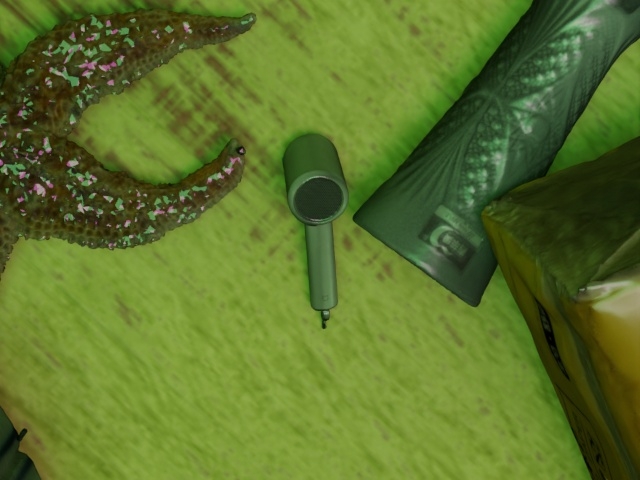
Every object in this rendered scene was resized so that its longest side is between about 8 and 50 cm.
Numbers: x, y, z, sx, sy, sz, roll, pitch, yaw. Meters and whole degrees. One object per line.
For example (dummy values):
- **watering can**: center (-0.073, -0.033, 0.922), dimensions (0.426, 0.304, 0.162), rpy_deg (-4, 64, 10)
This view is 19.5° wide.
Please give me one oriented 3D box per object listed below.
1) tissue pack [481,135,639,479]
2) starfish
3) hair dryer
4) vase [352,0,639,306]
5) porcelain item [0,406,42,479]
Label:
- **tissue pack**: center (0.303, 0.104, 1.080), dimensions (0.293, 0.228, 0.382), rpy_deg (-25, 110, -1)
- **starfish**: center (-0.207, -0.077, 1.154), dimensions (0.302, 0.060, 0.299), rpy_deg (36, 98, -5)
- **hair dryer**: center (0.000, 0.000, 1.178), dimensions (0.038, 0.063, 0.124), rpy_deg (-6, 118, -2)
- **vase**: center (0.119, -0.075, 1.147), dimensions (0.096, 0.096, 0.219), rpy_deg (34, 93, -5)
- **porcelain item**: center (-0.305, 0.192, 1.075), dimensions (0.286, 0.281, 0.157), rpy_deg (-28, 95, 1)
